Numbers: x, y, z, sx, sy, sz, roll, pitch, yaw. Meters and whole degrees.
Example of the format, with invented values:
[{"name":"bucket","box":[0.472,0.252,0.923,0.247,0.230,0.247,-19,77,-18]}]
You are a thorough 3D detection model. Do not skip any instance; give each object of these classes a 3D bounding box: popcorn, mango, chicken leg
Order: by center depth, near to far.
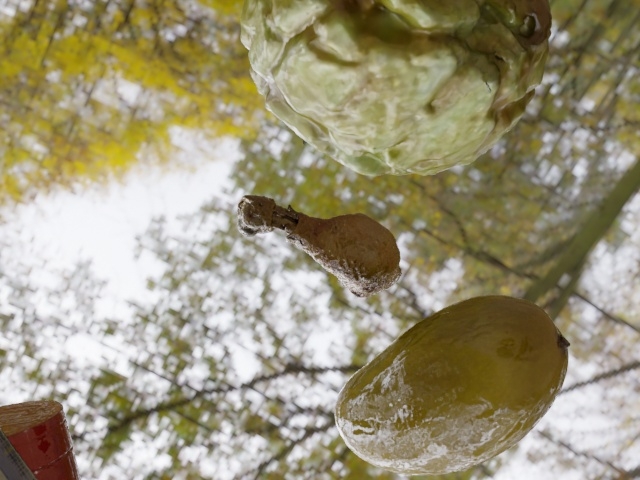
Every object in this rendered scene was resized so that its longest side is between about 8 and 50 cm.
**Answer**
[{"name":"popcorn","box":[0.070,-0.183,1.128,0.282,0.247,0.282,40,-151,-28]},{"name":"mango","box":[0.158,0.188,1.582,0.142,0.331,0.195,28,-144,-40]},{"name":"chicken leg","box":[0.001,-0.002,1.810,0.251,0.087,0.107,21,-113,-11]}]

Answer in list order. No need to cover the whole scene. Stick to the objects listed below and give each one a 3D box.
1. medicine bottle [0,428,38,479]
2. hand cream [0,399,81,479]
[{"name":"medicine bottle","box":[-0.396,0.252,1.459,0.187,0.102,0.103,55,-151,-2]},{"name":"hand cream","box":[-0.412,0.293,1.682,0.193,0.125,0.193,-13,-171,2]}]
